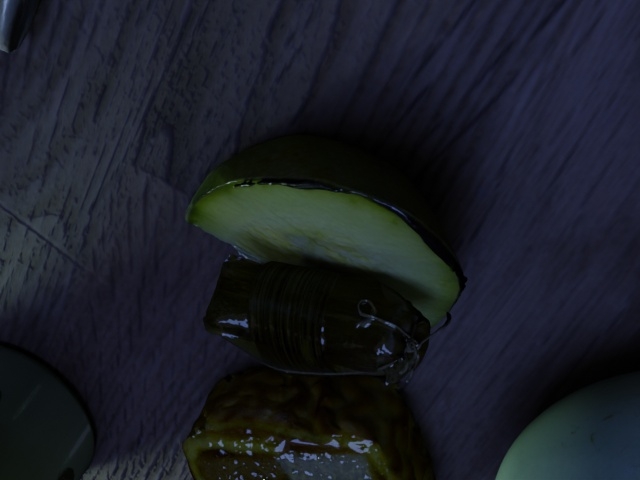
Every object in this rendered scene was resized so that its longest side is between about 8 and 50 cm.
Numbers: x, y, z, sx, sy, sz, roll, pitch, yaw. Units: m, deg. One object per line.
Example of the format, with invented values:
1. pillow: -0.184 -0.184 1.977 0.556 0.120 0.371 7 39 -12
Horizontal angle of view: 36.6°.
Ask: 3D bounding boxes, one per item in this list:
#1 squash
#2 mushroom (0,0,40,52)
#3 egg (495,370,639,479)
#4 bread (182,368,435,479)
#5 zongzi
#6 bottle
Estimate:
1. squash: 0.000 0.000 0.743 0.236 0.155 0.204 23 125 0
2. mushroom: -0.214 -0.224 0.722 0.054 0.059 0.202 33 128 -1
3. egg: 0.256 0.197 0.765 0.264 0.183 0.183 -37 105 26
4. bread: -0.008 0.212 0.922 0.222 0.096 0.182 -5 123 21
5. zongzi: 0.023 0.086 0.796 0.187 0.084 0.184 12 160 28
6. bottle: -0.382 0.274 0.931 0.229 0.352 0.229 9 123 13
